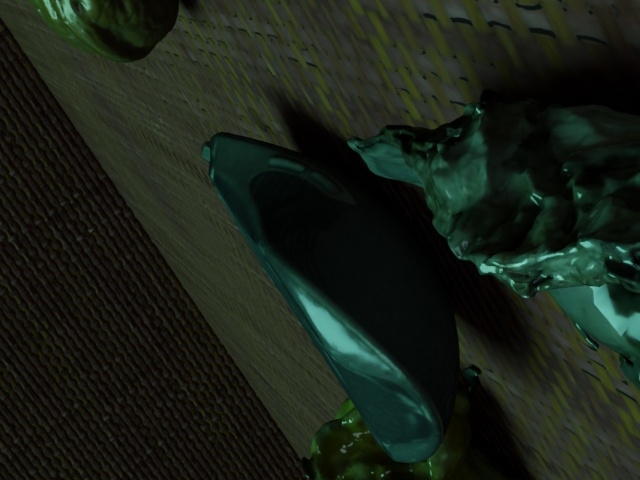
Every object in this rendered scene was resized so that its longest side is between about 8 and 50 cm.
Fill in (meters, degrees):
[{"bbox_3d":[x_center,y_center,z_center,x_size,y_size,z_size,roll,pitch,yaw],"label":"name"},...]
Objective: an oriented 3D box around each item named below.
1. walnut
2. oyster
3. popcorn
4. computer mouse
[{"bbox_3d":[-0.153,-0.181,0.890,0.105,0.105,0.124,45,177,42],"label":"walnut"},{"bbox_3d":[0.082,-0.004,0.426,0.199,0.087,0.252,41,173,18],"label":"oyster"},{"bbox_3d":[0.065,0.170,0.939,0.195,0.173,0.168,52,-163,-51],"label":"popcorn"},{"bbox_3d":[0.000,0.000,0.818,0.379,0.090,0.167,50,170,53],"label":"computer mouse"}]
